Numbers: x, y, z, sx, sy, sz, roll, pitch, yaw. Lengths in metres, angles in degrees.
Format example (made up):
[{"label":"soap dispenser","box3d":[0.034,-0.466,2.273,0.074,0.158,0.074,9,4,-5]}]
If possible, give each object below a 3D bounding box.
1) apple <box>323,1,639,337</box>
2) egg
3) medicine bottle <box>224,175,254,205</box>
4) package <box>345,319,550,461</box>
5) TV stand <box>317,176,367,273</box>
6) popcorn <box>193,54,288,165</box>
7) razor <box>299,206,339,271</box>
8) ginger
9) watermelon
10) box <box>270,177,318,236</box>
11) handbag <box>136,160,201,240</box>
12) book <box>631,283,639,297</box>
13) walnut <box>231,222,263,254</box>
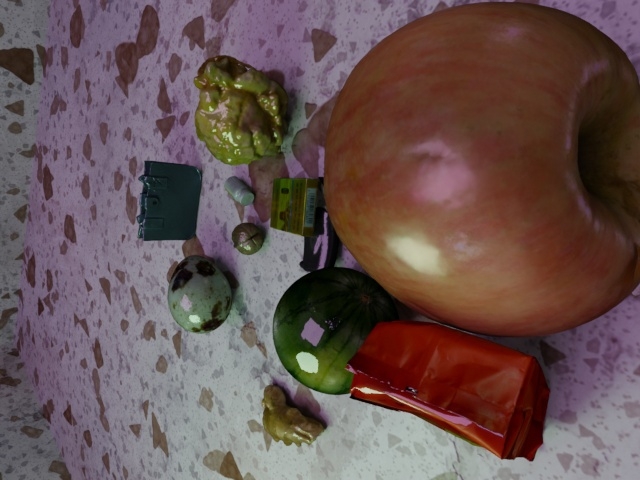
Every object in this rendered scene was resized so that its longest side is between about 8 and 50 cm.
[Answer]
[{"label":"apple","box3d":[0.190,-0.082,0.560,0.347,0.392,0.391,-5,90,52]},{"label":"egg","box3d":[-0.331,0.142,1.217,0.169,0.169,0.231,-48,49,34]},{"label":"medicine bottle","box3d":[-0.213,-0.129,1.164,0.083,0.047,0.047,44,121,31]},{"label":"package","box3d":[0.203,0.217,0.623,0.196,0.423,0.123,12,73,35]},{"label":"TV stand","box3d":[0.057,-0.035,0.893,0.249,0.036,0.042,59,137,29]},{"label":"popcorn","box3d":[-0.176,-0.290,1.008,0.259,0.212,0.259,-173,90,-81]},{"label":"razor","box3d":[0.000,0.000,0.975,0.090,0.054,0.148,6,94,46]},{"label":"ginger","box3d":[-0.086,0.444,1.078,0.205,0.081,0.115,24,78,47]},{"label":"watermelon","box3d":[0.029,0.168,0.843,0.242,0.242,0.242,5,97,42]},{"label":"box","box3d":[-0.064,-0.078,0.998,0.193,0.030,0.121,16,102,63]},{"label":"handbag","box3d":[-0.442,-0.111,1.288,0.062,0.179,0.229,22,106,40]},{"label":"book","box3d":[0.439,-0.047,0.603,0.168,0.013,0.192,-45,65,35]},{"label":"walnut","box3d":[-0.185,-0.004,1.130,0.092,0.092,0.092,5,97,42]}]
